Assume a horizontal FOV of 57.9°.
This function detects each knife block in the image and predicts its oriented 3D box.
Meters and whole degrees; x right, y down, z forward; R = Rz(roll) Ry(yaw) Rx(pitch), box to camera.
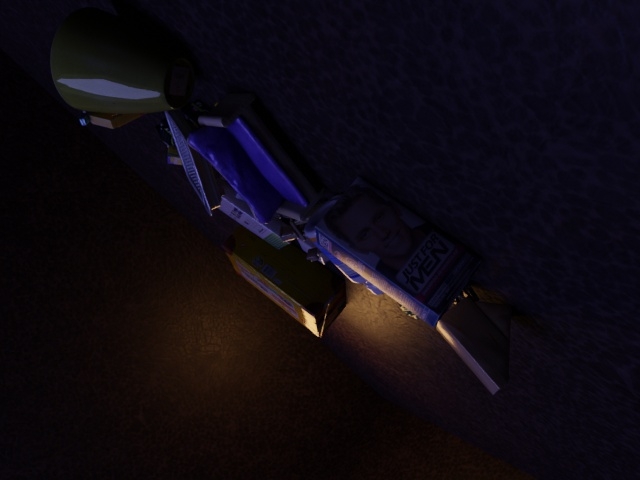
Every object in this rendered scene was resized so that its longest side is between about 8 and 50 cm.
[{"bbox_3d":[0.334,0.217,1.410,0.242,0.275,0.088,6,157,10],"label":"knife block"}]

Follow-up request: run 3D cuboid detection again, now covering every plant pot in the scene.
[{"bbox_3d":[-0.492,-0.446,1.523,0.294,0.274,0.274,18,158,19],"label":"plant pot"}]

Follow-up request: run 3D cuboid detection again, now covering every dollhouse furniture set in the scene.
[{"bbox_3d":[-0.057,-0.014,1.676,0.182,0.160,0.101,-13,137,22],"label":"dollhouse furniture set"}]

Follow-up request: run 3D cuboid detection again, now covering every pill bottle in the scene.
[{"bbox_3d":[0.098,0.018,1.560,0.272,0.152,0.152,45,164,-20],"label":"pill bottle"}]

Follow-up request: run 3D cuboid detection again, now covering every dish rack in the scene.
[{"bbox_3d":[-0.394,-0.262,1.836,0.333,0.073,0.285,48,157,50],"label":"dish rack"}]

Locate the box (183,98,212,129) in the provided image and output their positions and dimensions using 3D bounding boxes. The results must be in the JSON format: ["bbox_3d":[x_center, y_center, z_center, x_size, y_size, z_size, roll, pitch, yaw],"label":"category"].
[{"bbox_3d":[-0.354,-0.366,1.724,0.083,0.062,0.052,37,166,10],"label":"box"}]

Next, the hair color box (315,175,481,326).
[{"bbox_3d":[0.174,0.023,1.343,0.347,0.174,0.105,35,164,16],"label":"hair color box"}]

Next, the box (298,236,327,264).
[{"bbox_3d":[0.000,0.000,1.844,0.101,0.102,0.087,34,166,24],"label":"box"}]

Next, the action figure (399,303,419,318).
[{"bbox_3d":[0.293,0.193,1.761,0.137,0.063,0.232,37,161,4],"label":"action figure"}]

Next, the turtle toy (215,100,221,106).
[{"bbox_3d":[-0.273,-0.328,1.628,0.095,0.066,0.130,42,165,-5],"label":"turtle toy"}]

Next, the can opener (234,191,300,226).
[{"bbox_3d":[-0.122,-0.116,1.775,0.281,0.074,0.093,20,126,-5],"label":"can opener"}]

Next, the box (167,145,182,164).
[{"bbox_3d":[-0.449,-0.292,2.055,0.179,0.043,0.105,4,172,-13],"label":"box"}]

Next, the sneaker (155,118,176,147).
[{"bbox_3d":[-0.541,-0.388,2.081,0.097,0.084,0.235,52,161,-29],"label":"sneaker"}]

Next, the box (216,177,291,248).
[{"bbox_3d":[-0.246,-0.087,2.047,0.322,0.058,0.232,36,167,-8],"label":"box"}]

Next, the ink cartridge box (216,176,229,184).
[{"bbox_3d":[-0.321,-0.174,2.213,0.176,0.069,0.371,43,167,-15],"label":"ink cartridge box"}]

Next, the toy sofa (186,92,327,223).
[{"bbox_3d":[-0.164,-0.199,1.526,0.150,0.177,0.362,20,154,53],"label":"toy sofa"}]

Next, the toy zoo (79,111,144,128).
[{"bbox_3d":[-0.570,-0.406,1.702,0.192,0.293,0.030,28,142,38],"label":"toy zoo"}]

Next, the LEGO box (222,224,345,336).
[{"bbox_3d":[-0.145,0.156,2.467,0.500,0.193,0.372,36,165,15],"label":"LEGO box"}]

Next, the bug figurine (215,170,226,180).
[{"bbox_3d":[-0.243,-0.238,1.809,0.216,0.072,0.279,36,161,-9],"label":"bug figurine"}]
